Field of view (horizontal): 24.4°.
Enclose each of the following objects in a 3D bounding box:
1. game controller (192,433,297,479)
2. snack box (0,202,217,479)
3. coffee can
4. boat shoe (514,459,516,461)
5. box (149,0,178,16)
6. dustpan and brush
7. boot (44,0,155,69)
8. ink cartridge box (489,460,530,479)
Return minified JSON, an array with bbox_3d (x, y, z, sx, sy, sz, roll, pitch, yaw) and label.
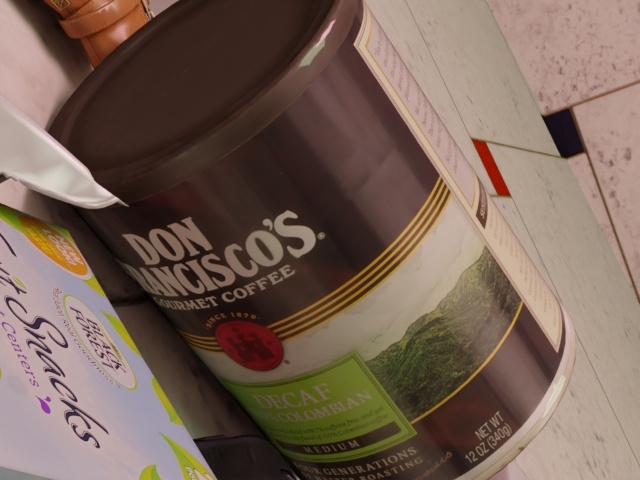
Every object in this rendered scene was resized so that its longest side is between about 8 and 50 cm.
[{"bbox_3d":[-0.069,0.176,0.685,0.319,0.067,0.166,12,68,-67],"label":"game controller"},{"bbox_3d":[-0.145,0.040,0.507,0.207,0.070,0.174,29,19,-51],"label":"snack box"},{"bbox_3d":[0.000,0.000,0.865,0.275,0.201,0.201,53,20,-28],"label":"coffee can"},{"bbox_3d":[0.096,0.104,1.186,0.073,0.080,0.223,18,52,-72],"label":"boat shoe"},{"bbox_3d":[-0.097,-0.207,1.073,0.102,0.087,0.101,61,18,-5],"label":"box"},{"bbox_3d":[-0.195,-0.066,0.616,0.211,0.060,0.147,44,-14,-26],"label":"dustpan and brush"},{"bbox_3d":[-0.144,-0.194,0.959,0.152,0.073,0.197,57,31,-15],"label":"boot"},{"bbox_3d":[0.094,0.245,0.902,0.127,0.128,0.176,55,19,-24],"label":"ink cartridge box"}]
